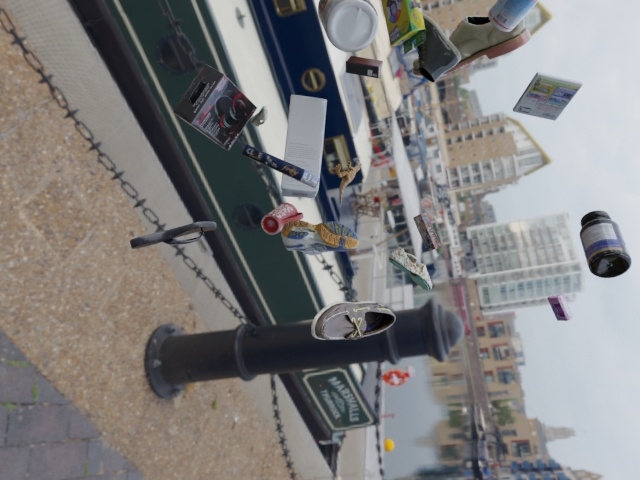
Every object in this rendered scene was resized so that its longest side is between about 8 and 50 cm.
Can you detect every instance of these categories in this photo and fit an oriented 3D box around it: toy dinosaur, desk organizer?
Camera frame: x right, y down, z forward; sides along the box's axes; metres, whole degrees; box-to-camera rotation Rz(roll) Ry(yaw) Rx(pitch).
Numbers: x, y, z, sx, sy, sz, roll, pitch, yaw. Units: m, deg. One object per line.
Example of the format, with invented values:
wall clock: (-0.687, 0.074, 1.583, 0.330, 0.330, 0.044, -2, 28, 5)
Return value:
toy dinosaur: (0.105, -0.257, 2.014, 0.112, 0.064, 0.211, 37, 75, -19)
desk organizer: (0.162, -0.640, 1.798, 0.047, 0.130, 0.050, 86, 28, -47)

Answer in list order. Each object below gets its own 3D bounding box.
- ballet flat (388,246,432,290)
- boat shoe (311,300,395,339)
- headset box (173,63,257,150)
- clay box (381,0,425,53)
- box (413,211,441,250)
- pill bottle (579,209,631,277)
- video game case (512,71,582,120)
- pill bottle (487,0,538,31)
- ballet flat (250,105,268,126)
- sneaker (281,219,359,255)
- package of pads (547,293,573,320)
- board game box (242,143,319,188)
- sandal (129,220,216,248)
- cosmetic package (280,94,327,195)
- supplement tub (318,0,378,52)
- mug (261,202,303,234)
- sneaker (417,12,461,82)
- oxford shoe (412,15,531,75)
ballet flat: (0.372, 0.110, 1.937, 0.241, 0.091, 0.077, 38, 78, -25)
boat shoe: (0.109, 0.255, 1.530, 0.325, 0.097, 0.116, -1, 102, -47)
headset box: (-0.399, -0.503, 1.852, 0.218, 0.110, 0.293, -56, 156, 0)
clay box: (0.242, -0.681, 1.451, 0.127, 0.053, 0.221, -179, -104, -69)
box: (0.381, -0.031, 1.753, 0.094, 0.027, 0.136, 130, -62, -81)
pill bottle: (0.929, 0.006, 1.608, 0.219, 0.123, 0.122, -76, 152, -44)
video game case: (0.968, -0.613, 2.090, 0.193, 0.213, 0.023, 111, -16, -49)
pill bottle: (0.532, -0.648, 1.306, 0.160, 0.087, 0.087, 132, -37, -53)
ballet flat: (-0.259, -0.547, 2.158, 0.052, 0.168, 0.057, 32, 72, -20)
sneaker: (0.000, 0.000, 1.873, 0.130, 0.297, 0.111, 92, 10, -52)
package of pads: (0.752, 0.210, 1.532, 0.083, 0.032, 0.050, 67, -16, 2)
board game box: (-0.138, -0.263, 1.739, 0.042, 0.244, 0.165, -65, 163, 4)
sandal: (-0.438, -0.006, 1.478, 0.097, 0.255, 0.054, 155, -82, -76)
cosmetic package: (-0.070, -0.380, 2.024, 0.217, 0.157, 0.384, 136, -41, -84)
supplement tub: (0.095, -0.845, 1.826, 0.315, 0.194, 0.193, -100, 170, -51)
mug: (-0.170, -0.102, 2.154, 0.113, 0.150, 0.169, 56, 30, -2)
sneaker: (0.324, -0.610, 1.530, 0.222, 0.118, 0.083, 47, 0, 4)
oxford shoe: (0.474, -0.662, 1.619, 0.146, 0.397, 0.140, 58, 42, -28)
